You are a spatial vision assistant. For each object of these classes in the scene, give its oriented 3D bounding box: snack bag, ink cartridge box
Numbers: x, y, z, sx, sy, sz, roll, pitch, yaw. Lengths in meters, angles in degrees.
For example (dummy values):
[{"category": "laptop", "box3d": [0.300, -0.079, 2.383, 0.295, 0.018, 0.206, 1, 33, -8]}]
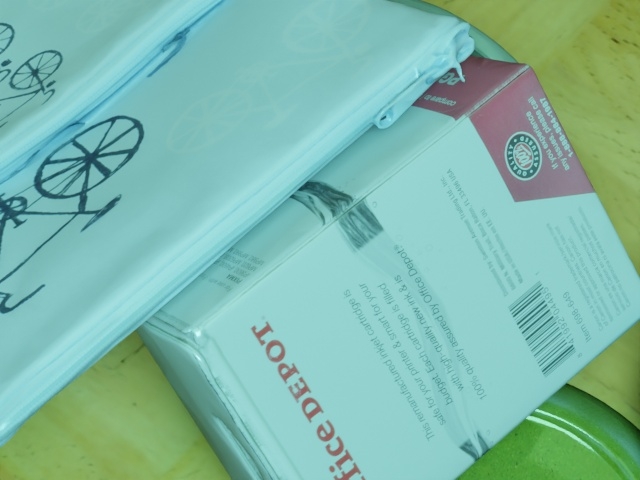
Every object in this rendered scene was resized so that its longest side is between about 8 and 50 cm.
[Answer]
[{"category": "snack bag", "box3d": [-0.139, -0.058, 1.021, 0.323, 0.037, 0.342, -40, 40, -18]}, {"category": "ink cartridge box", "box3d": [0.034, 0.033, 0.979, 0.218, 0.092, 0.158, -39, 116, -18]}]

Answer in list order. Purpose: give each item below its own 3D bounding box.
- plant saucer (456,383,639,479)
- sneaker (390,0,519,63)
[{"category": "plant saucer", "box3d": [0.089, 0.172, 1.030, 0.241, 0.037, 0.241, 1, 67, -3]}, {"category": "sneaker", "box3d": [0.011, -0.080, 1.118, 0.222, 0.083, 0.118, 26, 73, 18]}]
